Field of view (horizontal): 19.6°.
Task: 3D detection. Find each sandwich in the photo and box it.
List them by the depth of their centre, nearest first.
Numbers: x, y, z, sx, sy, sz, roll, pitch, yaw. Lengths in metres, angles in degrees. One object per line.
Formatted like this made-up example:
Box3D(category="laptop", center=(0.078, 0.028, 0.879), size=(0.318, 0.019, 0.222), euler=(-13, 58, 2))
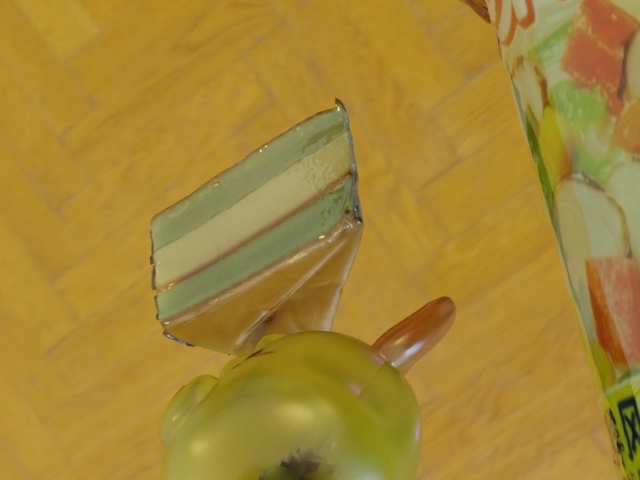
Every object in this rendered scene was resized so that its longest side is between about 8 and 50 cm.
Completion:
Box3D(category="sandwich", center=(0.000, 0.000, 1.007), size=(0.163, 0.113, 0.079), euler=(-32, 55, 39))

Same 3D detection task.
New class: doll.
Box3D(category="doll", center=(-0.005, 0.104, 0.745), size=(0.135, 0.221, 0.143), euler=(36, 119, 1))

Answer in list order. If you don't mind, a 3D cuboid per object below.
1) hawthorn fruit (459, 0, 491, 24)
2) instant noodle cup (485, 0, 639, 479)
Box3D(category="hawthorn fruit", center=(0.243, -0.299, 1.209), size=(0.472, 0.472, 0.471), euler=(4, 103, 19))
Box3D(category="instant noodle cup", center=(0.179, -0.052, 0.651), size=(0.284, 0.284, 0.312), euler=(-13, 75, 22))
